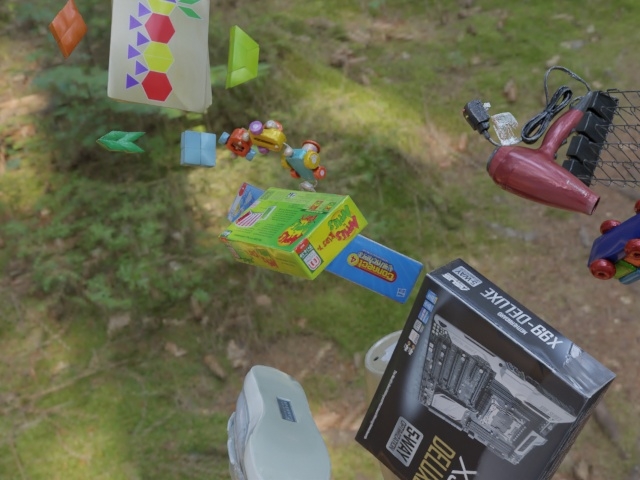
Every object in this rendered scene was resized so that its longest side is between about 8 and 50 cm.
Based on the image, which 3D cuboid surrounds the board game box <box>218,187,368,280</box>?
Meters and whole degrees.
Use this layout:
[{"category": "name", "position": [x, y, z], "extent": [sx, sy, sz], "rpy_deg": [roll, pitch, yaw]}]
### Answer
[{"category": "board game box", "position": [-0.035, -0.011, 1.082], "extent": [0.092, 0.043, 0.181], "rpy_deg": [-46, 25, -19]}]

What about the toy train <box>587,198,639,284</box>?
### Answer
[{"category": "toy train", "position": [0.549, 0.005, 1.491], "extent": [0.248, 0.143, 0.105], "rpy_deg": [-44, 19, 57]}]

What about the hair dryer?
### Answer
[{"category": "hair dryer", "position": [0.381, -0.163, 1.590], "extent": [0.224, 0.080, 0.293], "rpy_deg": [-21, 63, 5]}]

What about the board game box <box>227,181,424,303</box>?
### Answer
[{"category": "board game box", "position": [0.000, 0.000, 1.846], "extent": [0.308, 0.086, 0.302], "rpy_deg": [24, 1, -19]}]

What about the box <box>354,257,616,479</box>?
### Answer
[{"category": "box", "position": [0.195, 0.215, 1.205], "extent": [0.242, 0.307, 0.076], "rpy_deg": [39, 39, 26]}]

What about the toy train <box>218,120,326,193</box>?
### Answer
[{"category": "toy train", "position": [-0.064, -0.133, 1.393], "extent": [0.046, 0.166, 0.125], "rpy_deg": [-62, 3, -22]}]

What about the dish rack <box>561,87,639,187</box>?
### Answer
[{"category": "dish rack", "position": [0.569, -0.180, 1.712], "extent": [0.074, 0.208, 0.271], "rpy_deg": [28, -12, -36]}]

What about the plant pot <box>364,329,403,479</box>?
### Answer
[{"category": "plant pot", "position": [0.192, 0.308, 1.758], "extent": [0.256, 0.274, 0.256], "rpy_deg": [-20, 24, 10]}]

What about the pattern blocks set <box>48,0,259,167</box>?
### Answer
[{"category": "pattern blocks set", "position": [-0.214, -0.264, 1.260], "extent": [0.285, 0.324, 0.026], "rpy_deg": [15, -12, -29]}]

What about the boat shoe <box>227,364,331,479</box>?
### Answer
[{"category": "boat shoe", "position": [-0.046, 0.201, 0.884], "extent": [0.079, 0.081, 0.227], "rpy_deg": [21, 16, -14]}]
